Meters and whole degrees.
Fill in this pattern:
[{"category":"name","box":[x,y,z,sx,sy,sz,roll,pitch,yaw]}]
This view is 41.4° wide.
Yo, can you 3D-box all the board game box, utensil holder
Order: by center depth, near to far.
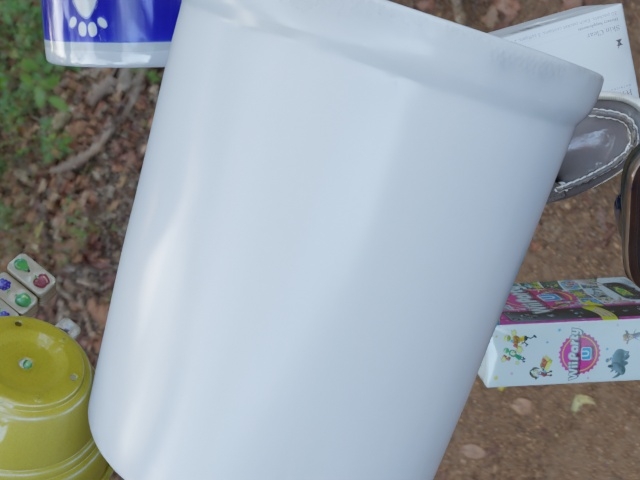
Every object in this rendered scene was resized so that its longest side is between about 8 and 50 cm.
[{"category":"utensil holder","box":[0.000,0.000,0.693,0.328,0.328,0.385,32,109,43]},{"category":"board game box","box":[0.367,0.133,1.283,0.224,0.304,0.097,-119,26,-77]}]

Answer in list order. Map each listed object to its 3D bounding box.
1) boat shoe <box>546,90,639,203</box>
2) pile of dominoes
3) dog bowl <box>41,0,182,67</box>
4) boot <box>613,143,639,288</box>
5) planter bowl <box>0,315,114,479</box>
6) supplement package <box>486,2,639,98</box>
[{"category":"boat shoe","box":[0.219,-0.086,0.988,0.324,0.097,0.116,-13,101,39]},{"category":"pile of dominoes","box":[-0.424,0.113,0.983,0.196,0.040,0.251,38,58,6]},{"category":"dog bowl","box":[-0.217,-0.283,1.078,0.265,0.265,0.104,15,113,43]},{"category":"boot","box":[0.241,-0.019,0.626,0.082,0.219,0.106,-31,45,8]},{"category":"planter bowl","box":[-0.265,0.131,0.733,0.090,0.217,0.217,-59,44,32]},{"category":"supplement package","box":[0.321,-0.259,1.317,0.262,0.204,0.145,-16,104,3]}]
